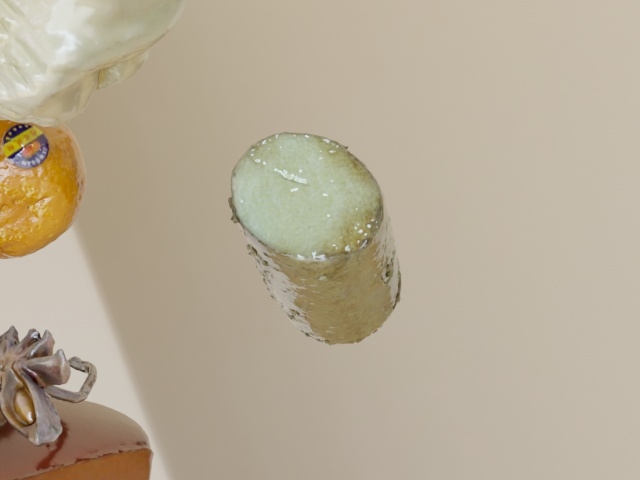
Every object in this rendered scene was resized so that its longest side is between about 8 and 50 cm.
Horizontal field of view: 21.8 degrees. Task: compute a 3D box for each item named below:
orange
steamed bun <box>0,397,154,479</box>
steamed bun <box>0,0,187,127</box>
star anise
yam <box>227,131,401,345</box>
[{"bbox_3d":[-0.348,-0.068,1.850,0.177,0.178,0.155,-22,29,-26],"label":"orange"},{"bbox_3d":[-0.358,0.276,1.688,0.248,0.235,0.379,18,14,30],"label":"steamed bun"},{"bbox_3d":[-0.276,-0.259,1.424,0.394,0.347,0.237,-18,-3,12],"label":"steamed bun"},{"bbox_3d":[-0.266,0.157,1.590,0.148,0.218,0.227,-38,-37,6],"label":"star anise"},{"bbox_3d":[0.000,0.000,1.853,0.168,0.168,0.304,-20,-23,-1],"label":"yam"}]
